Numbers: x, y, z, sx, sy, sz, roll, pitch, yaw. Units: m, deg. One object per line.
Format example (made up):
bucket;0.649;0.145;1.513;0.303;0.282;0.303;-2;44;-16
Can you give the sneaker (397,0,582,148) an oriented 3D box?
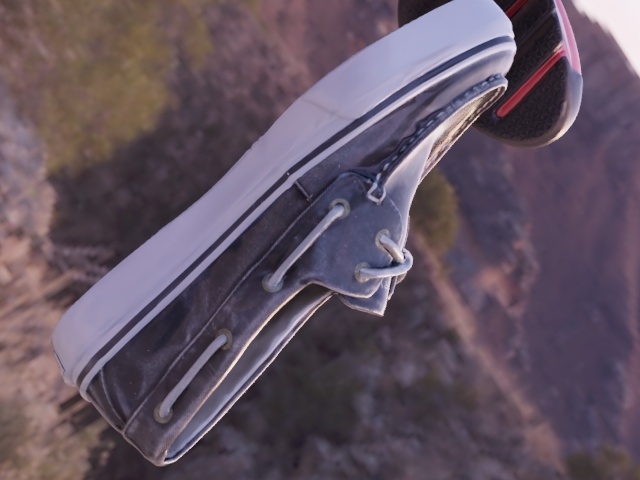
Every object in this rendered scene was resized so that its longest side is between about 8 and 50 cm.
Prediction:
sneaker;0.100;-0.208;1.203;0.314;0.116;0.136;57;25;11

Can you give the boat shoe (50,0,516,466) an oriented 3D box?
boat shoe;0.000;0.000;0.978;0.119;0.335;0.121;49;6;14
